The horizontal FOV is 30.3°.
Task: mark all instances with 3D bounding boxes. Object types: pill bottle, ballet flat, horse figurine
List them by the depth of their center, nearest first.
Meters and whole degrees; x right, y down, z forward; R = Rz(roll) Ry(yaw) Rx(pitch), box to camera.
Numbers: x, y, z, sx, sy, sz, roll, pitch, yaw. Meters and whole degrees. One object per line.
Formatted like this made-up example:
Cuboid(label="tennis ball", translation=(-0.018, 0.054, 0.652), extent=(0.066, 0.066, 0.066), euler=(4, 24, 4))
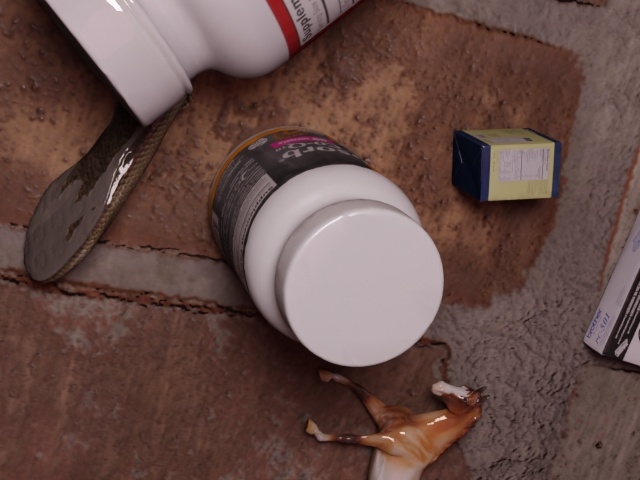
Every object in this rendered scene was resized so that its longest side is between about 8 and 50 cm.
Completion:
Cuboid(label="pill bottle", translation=(-0.039, -0.283, 0.968), extent=(0.408, 0.229, 0.229), euler=(-39, 112, -5))
Cuboid(label="pill bottle", translation=(0.000, 0.000, 1.043), extent=(0.162, 0.278, 0.162), euler=(-4, 107, -15))
Cuboid(label="ballet flat", translation=(-0.190, -0.066, 1.089), extent=(0.249, 0.084, 0.058), euler=(-59, 146, 3))
Cuboid(label="horse figurine", translation=(0.053, 0.251, 1.245), extent=(0.175, 0.066, 0.263), euler=(15, 99, -13))

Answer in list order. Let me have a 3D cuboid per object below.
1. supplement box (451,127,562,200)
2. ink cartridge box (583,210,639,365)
Cuboid(label="supplement box", translation=(0.184, -0.077, 1.175), extent=(0.083, 0.083, 0.056), euler=(-3, 107, -14))
Cuboid(label="ink cartridge box", translation=(0.373, 0.036, 1.279), extent=(0.097, 0.046, 0.207), euler=(18, 100, -21))
